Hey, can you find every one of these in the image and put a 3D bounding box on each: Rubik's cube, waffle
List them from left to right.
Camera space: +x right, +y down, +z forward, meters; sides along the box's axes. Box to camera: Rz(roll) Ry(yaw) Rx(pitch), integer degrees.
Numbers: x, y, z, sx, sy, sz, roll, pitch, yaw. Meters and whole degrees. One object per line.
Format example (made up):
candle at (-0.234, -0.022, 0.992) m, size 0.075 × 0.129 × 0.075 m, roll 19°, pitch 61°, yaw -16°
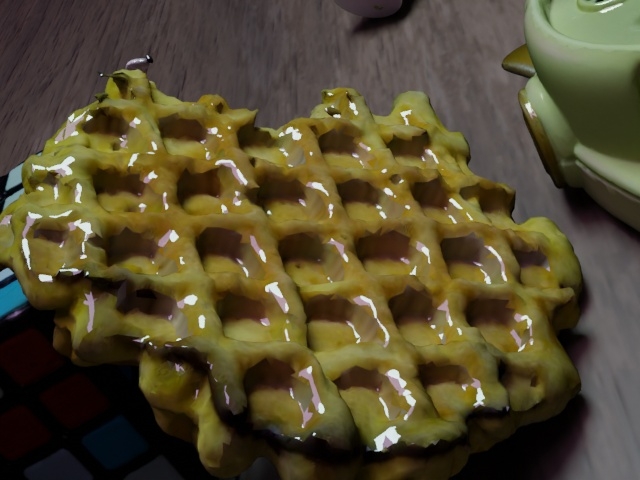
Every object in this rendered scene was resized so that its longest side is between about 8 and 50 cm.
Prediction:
Rubik's cube at (-0.173, 0.089, 0.617) m, size 0.187 × 0.182 × 0.184 m, roll -29°, pitch 30°, yaw 9°
waffle at (-0.007, 0.003, 0.539) m, size 0.300 × 0.058 × 0.281 m, roll -19°, pitch 54°, yaw -41°

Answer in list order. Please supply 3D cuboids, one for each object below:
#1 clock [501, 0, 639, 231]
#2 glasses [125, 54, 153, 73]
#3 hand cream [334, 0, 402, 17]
clock at (0.246, -0.127, 0.596) m, size 0.286 × 0.117 × 0.348 m, roll -39°, pitch 31°, yaw -11°
glasses at (-0.136, -0.045, 0.770) m, size 0.162 × 0.095 × 0.255 m, roll -23°, pitch -10°, yaw 17°
hand cream at (0.074, -0.366, 1.027) m, size 0.111 × 0.070 × 0.312 m, roll -12°, pitch 60°, yaw 47°
